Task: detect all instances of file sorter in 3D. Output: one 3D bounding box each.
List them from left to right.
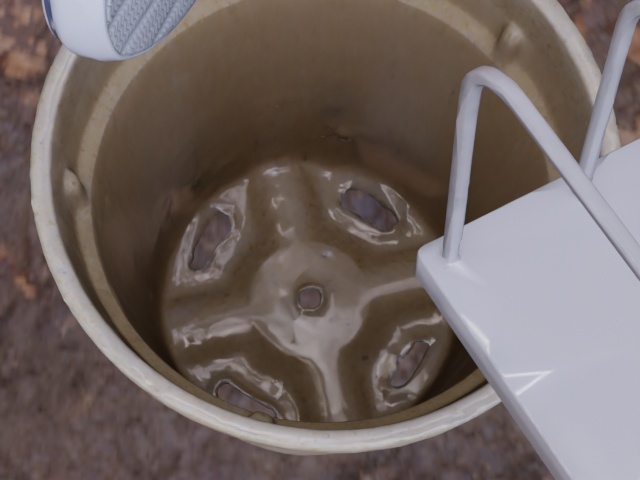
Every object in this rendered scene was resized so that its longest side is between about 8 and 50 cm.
[{"bbox_3d":[0.208,-0.015,0.715,0.278,0.193,0.173,-26,154,-15],"label":"file sorter"}]

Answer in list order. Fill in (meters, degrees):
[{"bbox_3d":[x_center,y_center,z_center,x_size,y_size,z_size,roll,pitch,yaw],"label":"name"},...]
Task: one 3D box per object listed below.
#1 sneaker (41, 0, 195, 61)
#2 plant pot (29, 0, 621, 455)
[{"bbox_3d":[-0.088,-0.170,0.826,0.091,0.258,0.094,6,134,9],"label":"sneaker"},{"bbox_3d":[0.000,0.000,1.203,0.334,0.305,0.333,1,72,-2],"label":"plant pot"}]
